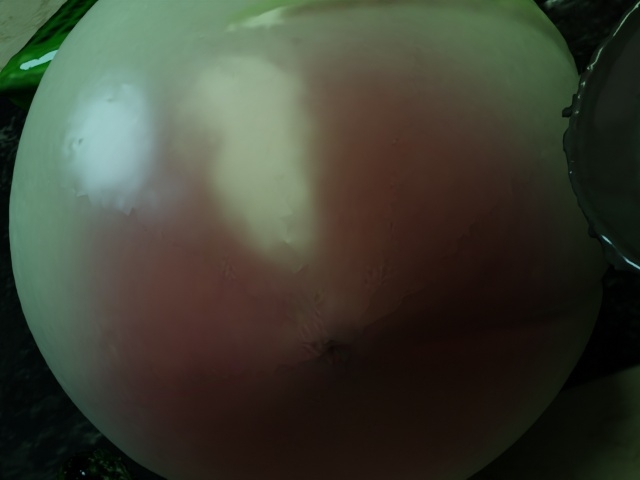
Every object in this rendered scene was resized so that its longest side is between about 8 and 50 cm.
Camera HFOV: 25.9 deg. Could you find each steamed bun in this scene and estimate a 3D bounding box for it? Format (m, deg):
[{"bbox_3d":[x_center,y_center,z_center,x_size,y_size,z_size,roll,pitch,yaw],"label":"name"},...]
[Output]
[{"bbox_3d":[0.000,0.000,0.649,0.309,0.309,0.309,-20,35,14],"label":"steamed bun"}]

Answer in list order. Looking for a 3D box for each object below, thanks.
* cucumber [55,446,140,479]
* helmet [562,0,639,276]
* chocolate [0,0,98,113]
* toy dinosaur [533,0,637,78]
[{"bbox_3d":[-0.098,0.173,0.718,0.067,0.067,0.245,-34,36,-7],"label":"cucumber"},{"bbox_3d":[0.252,-0.052,0.472,0.305,0.177,0.225,-27,40,44],"label":"helmet"},{"bbox_3d":[-0.001,-0.182,1.029,0.341,0.161,0.360,2,46,38],"label":"chocolate"},{"bbox_3d":[0.173,-0.136,0.839,0.294,0.077,0.162,-17,-7,-40],"label":"toy dinosaur"}]
